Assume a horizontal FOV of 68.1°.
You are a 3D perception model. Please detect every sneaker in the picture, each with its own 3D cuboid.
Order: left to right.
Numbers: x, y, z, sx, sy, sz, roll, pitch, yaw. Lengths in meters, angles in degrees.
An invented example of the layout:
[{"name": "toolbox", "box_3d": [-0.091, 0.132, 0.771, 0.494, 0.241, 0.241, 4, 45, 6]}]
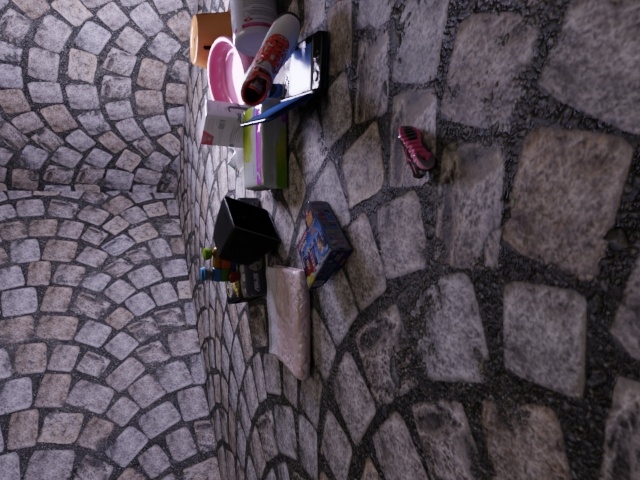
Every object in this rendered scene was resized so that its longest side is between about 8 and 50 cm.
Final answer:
[{"name": "sneaker", "box_3d": [-0.339, -0.307, 1.974, 0.080, 0.094, 0.212, 126, 136, -52]}, {"name": "sneaker", "box_3d": [-0.176, -0.501, 1.608, 0.152, 0.085, 0.058, -163, 73, -65]}, {"name": "sneaker", "box_3d": [-0.138, -0.496, 1.323, 0.270, 0.090, 0.145, -48, 28, 27]}, {"name": "sneaker", "box_3d": [0.174, -0.167, 0.903, 0.057, 0.047, 0.119, 103, 156, -55]}]

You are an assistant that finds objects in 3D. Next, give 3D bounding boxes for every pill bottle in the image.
[{"name": "pill bottle", "box_3d": [-0.224, -0.790, 1.605, 0.160, 0.160, 0.283, 155, 111, -64]}]

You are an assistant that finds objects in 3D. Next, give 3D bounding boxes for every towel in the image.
[{"name": "towel", "box_3d": [-0.108, 0.249, 1.547, 0.317, 0.053, 0.331, -175, 84, -66]}]

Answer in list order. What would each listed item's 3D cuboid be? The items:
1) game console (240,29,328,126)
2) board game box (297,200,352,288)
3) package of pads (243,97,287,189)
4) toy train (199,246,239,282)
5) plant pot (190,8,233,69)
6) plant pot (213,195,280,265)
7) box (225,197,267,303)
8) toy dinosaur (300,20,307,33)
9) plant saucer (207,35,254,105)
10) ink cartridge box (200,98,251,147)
[{"name": "game console", "box_3d": [-0.114, -0.455, 1.366, 0.293, 0.173, 0.250, -159, 69, -64]}, {"name": "board game box", "box_3d": [0.000, 0.000, 1.277, 0.194, 0.060, 0.194, 120, 142, -50]}, {"name": "package of pads", "box_3d": [-0.196, -0.322, 1.645, 0.229, 0.101, 0.296, -174, 83, -65]}, {"name": "toy train", "box_3d": [-0.387, 0.043, 1.820, 0.105, 0.143, 0.248, 33, 121, 58]}, {"name": "plant pot", "box_3d": [-0.447, -0.855, 2.049, 0.291, 0.204, 0.290, 179, 90, -67]}, {"name": "plant pot", "box_3d": [-0.282, -0.018, 1.696, 0.167, 0.187, 0.188, -55, 39, 23]}, {"name": "box", "box_3d": [-0.324, 0.053, 1.962, 0.318, 0.097, 0.394, -23, 71, 60]}, {"name": "toy dinosaur", "box_3d": [-0.119, -0.578, 1.438, 0.211, 0.064, 0.112, -43, 37, 3]}, {"name": "plant saucer", "box_3d": [-0.346, -0.643, 1.903, 0.332, 0.084, 0.332, 28, 127, 46]}, {"name": "ink cartridge box", "box_3d": [-0.341, -0.442, 1.819, 0.158, 0.218, 0.092, 122, 145, -51]}]
